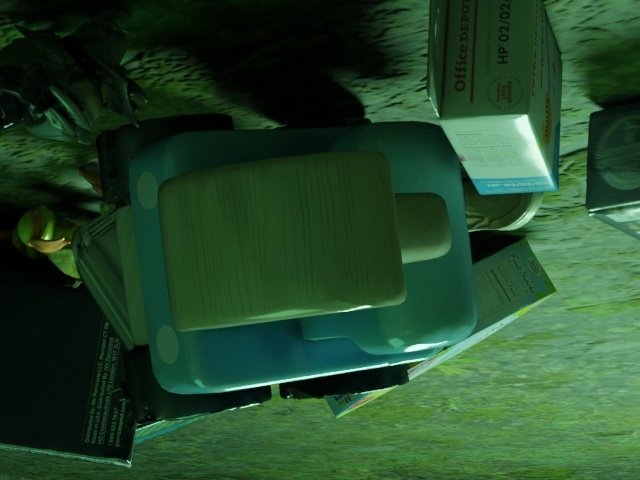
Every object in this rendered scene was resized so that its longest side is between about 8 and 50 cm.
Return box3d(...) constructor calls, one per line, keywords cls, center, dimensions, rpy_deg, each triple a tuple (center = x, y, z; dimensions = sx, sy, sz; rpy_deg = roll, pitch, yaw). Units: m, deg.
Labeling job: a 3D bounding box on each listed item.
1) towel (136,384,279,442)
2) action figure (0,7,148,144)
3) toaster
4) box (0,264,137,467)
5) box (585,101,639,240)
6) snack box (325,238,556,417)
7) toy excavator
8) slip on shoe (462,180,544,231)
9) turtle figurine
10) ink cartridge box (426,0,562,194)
box3d(cls="towel", center=(-0.110, 0.184, 1.899), dimensions=(0.370, 0.040, 0.271), rpy_deg=(-17, 172, -25))
box3d(cls="action figure", center=(-0.241, -0.085, 1.037), dimensions=(0.185, 0.285, 0.099), rpy_deg=(19, 138, 54))
box3d(cls="toaster", center=(-0.118, 0.029, 1.355), dimensions=(0.227, 0.146, 0.129), rpy_deg=(-35, 162, -10))
box3d(cls="box", center=(-0.352, 0.117, 1.638), dimensions=(0.294, 0.183, 0.296), rpy_deg=(9, 179, -16))
box3d(cls="box", center=(0.448, -0.032, 1.216), dimensions=(0.318, 0.097, 0.395), rpy_deg=(-7, 160, 41))
box3d(cls="snack box", center=(0.111, 0.091, 1.552), dimensions=(0.207, 0.070, 0.174), rpy_deg=(-27, 172, -26))
box3d(cls="toy excavator", center=(0.000, 0.000, 1.013), dimensions=(0.433, 0.222, 0.445), rpy_deg=(-5, 175, -40))
box3d(cls="slip on shoe", center=(0.144, -0.035, 1.358), dimensions=(0.041, 0.051, 0.135), rpy_deg=(12, 169, -31))
box3d(cls="turtle figurine", center=(-0.210, 0.006, 1.506), dimensions=(0.217, 0.087, 0.269), rpy_deg=(18, 158, -37))
box3d(cls="ink cartridge box", center=(0.121, -0.110, 1.028), dimensions=(0.061, 0.104, 0.181), rpy_deg=(-2, 162, 17))
